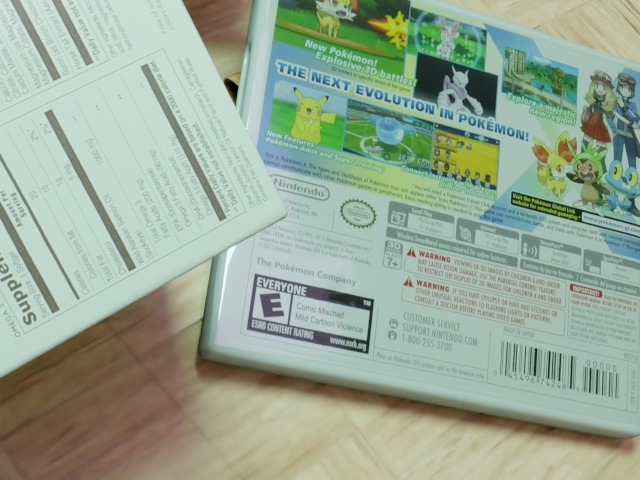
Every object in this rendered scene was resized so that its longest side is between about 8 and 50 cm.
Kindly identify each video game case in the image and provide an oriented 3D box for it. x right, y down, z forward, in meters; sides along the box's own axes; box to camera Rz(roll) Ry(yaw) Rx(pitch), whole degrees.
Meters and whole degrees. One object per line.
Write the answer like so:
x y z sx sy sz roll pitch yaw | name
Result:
0.093 -0.031 0.773 0.329 0.036 0.300 13 71 -18 | video game case

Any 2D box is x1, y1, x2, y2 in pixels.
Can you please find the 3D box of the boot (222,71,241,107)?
-0.011 -0.138 0.822 0.152 0.073 0.197 -19 67 -28 | boot

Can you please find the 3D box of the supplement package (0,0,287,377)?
-0.197 -0.033 0.515 0.263 0.199 0.198 -30 100 -20 | supplement package
